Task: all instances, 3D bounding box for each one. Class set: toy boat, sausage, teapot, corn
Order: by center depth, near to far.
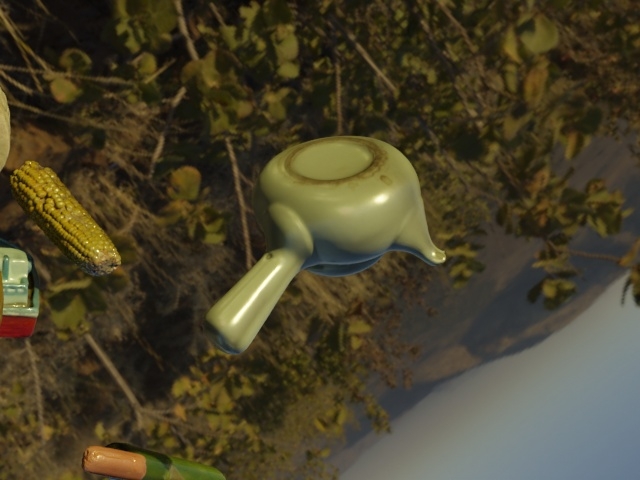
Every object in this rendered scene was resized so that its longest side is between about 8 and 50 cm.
[{"bbox_3d":[-0.023,-0.014,0.935,0.318,0.220,0.149,-21,124,-18],"label":"teapot"},{"bbox_3d":[-0.252,0.273,0.942,0.083,0.034,0.034,24,121,-37],"label":"sausage"},{"bbox_3d":[-0.480,-0.045,1.428,0.097,0.320,0.097,-34,149,-25],"label":"corn"},{"bbox_3d":[-0.600,0.061,1.438,0.145,0.332,0.133,4,105,-27],"label":"toy boat"}]

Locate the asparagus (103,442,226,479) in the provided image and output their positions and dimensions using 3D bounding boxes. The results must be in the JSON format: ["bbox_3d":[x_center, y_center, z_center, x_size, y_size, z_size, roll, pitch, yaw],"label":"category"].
[{"bbox_3d":[-0.256,0.384,1.281,0.067,0.060,0.278,-3,156,28],"label":"asparagus"}]

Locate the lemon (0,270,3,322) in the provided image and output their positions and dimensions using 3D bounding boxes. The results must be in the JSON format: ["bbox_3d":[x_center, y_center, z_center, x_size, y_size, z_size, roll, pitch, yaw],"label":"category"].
[{"bbox_3d":[-0.464,0.056,0.829,0.236,0.236,0.263,-23,160,-45],"label":"lemon"}]

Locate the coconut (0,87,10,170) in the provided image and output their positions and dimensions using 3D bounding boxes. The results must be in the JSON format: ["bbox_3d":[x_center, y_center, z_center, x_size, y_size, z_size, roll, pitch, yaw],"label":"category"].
[{"bbox_3d":[-0.744,-0.221,1.459,0.329,0.329,0.329,-36,165,-11],"label":"coconut"}]
